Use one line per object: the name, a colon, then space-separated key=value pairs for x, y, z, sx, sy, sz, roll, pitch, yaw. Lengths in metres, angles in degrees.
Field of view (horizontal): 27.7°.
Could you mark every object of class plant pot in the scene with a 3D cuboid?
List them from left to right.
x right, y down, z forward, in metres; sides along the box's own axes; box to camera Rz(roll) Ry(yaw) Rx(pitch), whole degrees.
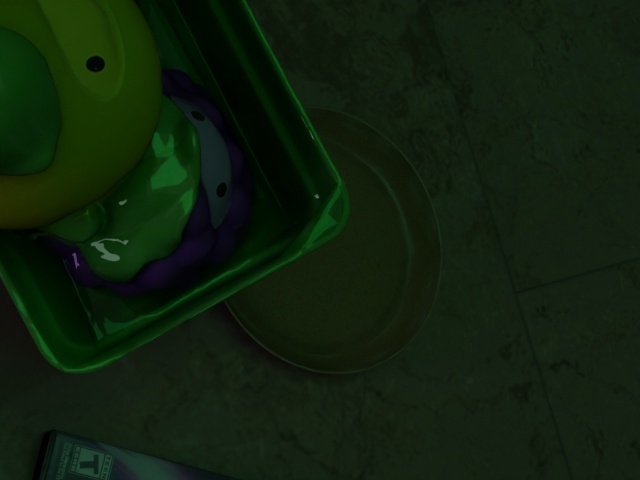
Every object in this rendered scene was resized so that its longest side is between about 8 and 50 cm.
plant pot: x=0.000 y=0.000 z=1.124 sx=0.236 sy=0.032 sz=0.236 roll=8 pitch=74 yaw=-28

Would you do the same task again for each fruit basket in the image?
fruit basket: x=-0.164 y=-0.111 z=0.854 sx=0.283 sy=0.392 sz=0.392 roll=-29 pitch=92 yaw=-18

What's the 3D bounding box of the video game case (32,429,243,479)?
video game case: x=-0.104 y=0.275 z=0.996 sx=0.274 sy=0.026 sz=0.196 roll=20 pitch=68 yaw=-24
